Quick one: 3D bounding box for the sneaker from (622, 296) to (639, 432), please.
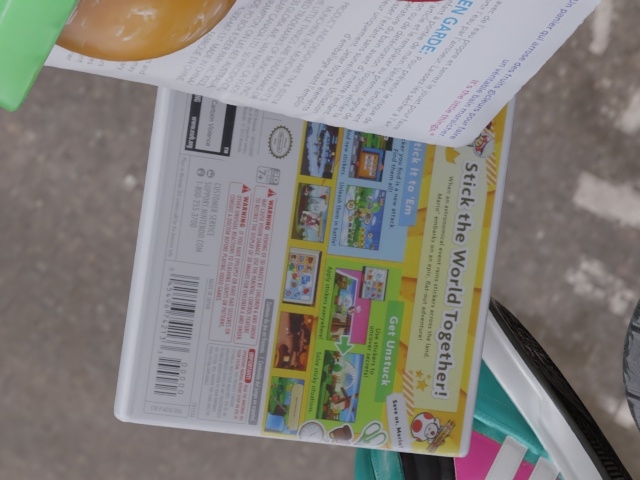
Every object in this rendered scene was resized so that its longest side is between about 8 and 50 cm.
[{"bbox_3d":[0.378,-0.018,1.607,0.169,0.257,0.447,18,129,27],"label":"sneaker"}]

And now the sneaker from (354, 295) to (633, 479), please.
[{"bbox_3d":[0.115,0.199,1.250,0.295,0.178,0.124,59,-166,29],"label":"sneaker"}]

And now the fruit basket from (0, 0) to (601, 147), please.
[{"bbox_3d":[-0.022,-0.165,0.772,0.353,0.165,0.327,5,147,-25],"label":"fruit basket"}]

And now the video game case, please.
[{"bbox_3d":[0.000,0.000,1.107,0.206,0.227,0.026,8,180,-17],"label":"video game case"}]
